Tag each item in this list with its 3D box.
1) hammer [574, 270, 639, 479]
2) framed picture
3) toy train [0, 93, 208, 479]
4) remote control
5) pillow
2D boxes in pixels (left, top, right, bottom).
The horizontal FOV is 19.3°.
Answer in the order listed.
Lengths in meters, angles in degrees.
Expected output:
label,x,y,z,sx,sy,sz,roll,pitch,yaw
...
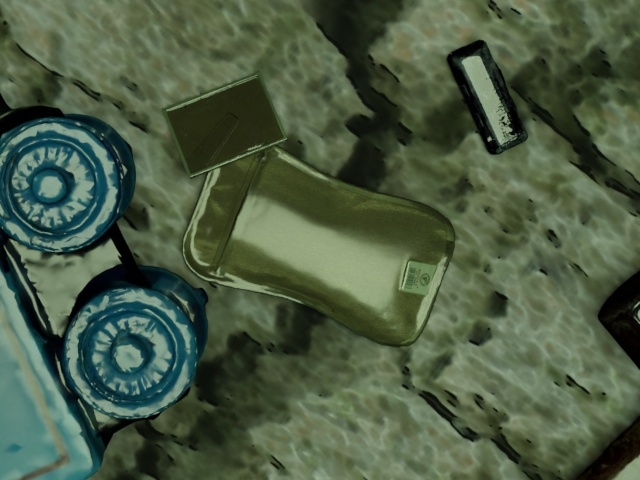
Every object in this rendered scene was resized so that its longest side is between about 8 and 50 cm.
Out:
label,x,y,z,sx,sy,sz,roll,pitch,yaw
hammer,0.226,0.226,1.585,0.409,0.095,0.242,-41,96,3
framed picture,-0.080,-0.096,1.560,0.089,0.006,0.066,-22,78,-4
toy train,-0.243,0.040,1.476,0.265,0.188,0.300,-25,96,1
remote control,0.142,-0.121,1.585,0.039,0.014,0.096,-25,96,-4
pillow,0.000,0.000,1.567,0.218,0.033,0.130,20,86,-3
